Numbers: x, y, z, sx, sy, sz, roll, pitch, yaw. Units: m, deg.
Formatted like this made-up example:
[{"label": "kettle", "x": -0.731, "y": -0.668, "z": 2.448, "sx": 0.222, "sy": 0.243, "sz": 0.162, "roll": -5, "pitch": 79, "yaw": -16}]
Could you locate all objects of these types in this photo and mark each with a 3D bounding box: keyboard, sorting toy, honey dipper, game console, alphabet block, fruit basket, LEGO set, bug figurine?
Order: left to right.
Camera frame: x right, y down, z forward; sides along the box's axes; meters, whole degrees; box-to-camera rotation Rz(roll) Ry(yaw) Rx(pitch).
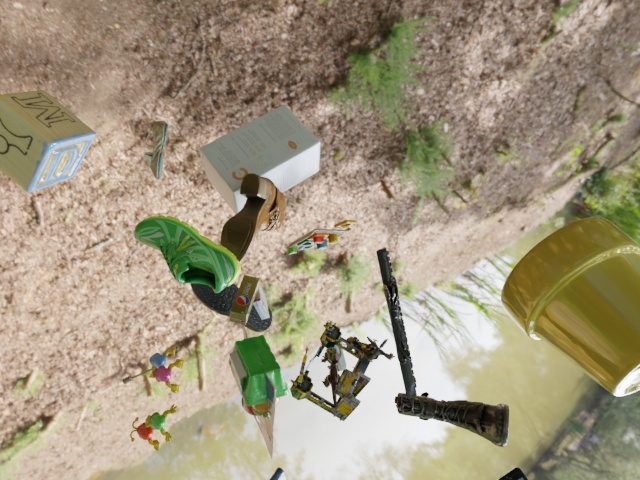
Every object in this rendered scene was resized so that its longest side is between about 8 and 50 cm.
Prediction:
[{"label": "alphabet block", "x": -0.805, "y": -0.284, "z": 1.367, "sx": 0.192, "sy": 0.197, "sz": 0.193, "roll": -48, "pitch": -176, "yaw": 23}, {"label": "honey dipper", "x": -0.765, "y": 0.569, "z": 2.052, "sx": 0.160, "sy": 0.030, "sz": 0.030, "roll": -25, "pitch": 144, "yaw": 5}, {"label": "bug figurine", "x": -0.442, "y": 0.421, "z": 1.304, "sx": 0.072, "sy": 0.216, "sz": 0.279, "roll": 15, "pitch": 69, "yaw": -28}, {"label": "fruit basket", "x": -0.233, "y": 0.533, "z": 1.707, "sx": 0.165, "sy": 0.327, "sz": 0.353, "roll": -4, "pitch": 121, "yaw": -26}, {"label": "sorting toy", "x": 0.000, "y": 0.000, "z": 1.873, "sx": 0.196, "sy": 0.047, "sz": 0.347, "roll": -4, "pitch": 164, "yaw": -37}, {"label": "LEGO set", "x": 0.066, "y": 0.398, "z": 1.550, "sx": 0.331, "sy": 0.255, "sz": 0.192, "roll": -45, "pitch": 166, "yaw": -39}, {"label": "keyboard", "x": 0.163, "y": 0.171, "z": 1.021, "sx": 0.033, "sy": 0.317, "sz": 0.201, "roll": -13, "pitch": 179, "yaw": 8}, {"label": "game console", "x": 0.612, "y": 0.798, "z": 1.485, "sx": 0.124, "sy": 0.144, "sz": 0.085, "roll": -33, "pitch": 158, "yaw": -1}]

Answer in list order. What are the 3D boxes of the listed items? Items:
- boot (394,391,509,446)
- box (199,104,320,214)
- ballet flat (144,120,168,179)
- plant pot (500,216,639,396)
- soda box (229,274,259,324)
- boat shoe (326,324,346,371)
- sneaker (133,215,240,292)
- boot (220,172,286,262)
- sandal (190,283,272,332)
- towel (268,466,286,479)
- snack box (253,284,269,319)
[{"label": "boot", "x": 0.291, "y": 0.402, "z": 1.117, "sx": 0.263, "sy": 0.229, "sz": 0.091, "roll": 102, "pitch": -1, "yaw": -74}, {"label": "box", "x": -0.201, "y": -0.274, "z": 1.652, "sx": 0.345, "sy": 0.215, "sz": 0.168, "roll": -32, "pitch": 157, "yaw": -19}, {"label": "ballet flat", "x": -0.572, "y": -0.313, "z": 1.665, "sx": 0.067, "sy": 0.073, "sz": 0.206, "roll": 9, "pitch": 106, "yaw": -14}, {"label": "plant pot", "x": 0.499, "y": 0.127, "z": 0.856, "sx": 0.254, "sy": 0.239, "sz": 0.254, "roll": -15, "pitch": 135, "yaw": -15}, {"label": "soda box", "x": -0.272, "y": 0.210, "z": 1.735, "sx": 0.181, "sy": 0.061, "sz": 0.058, "roll": -77, "pitch": 179, "yaw": -48}, {"label": "boat shoe", "x": 0.060, "y": 0.503, "z": 2.252, "sx": 0.070, "sy": 0.219, "sz": 0.078, "roll": -26, "pitch": 148, "yaw": 27}, {"label": "sneaker", "x": -0.348, "y": 0.034, "z": 1.221, "sx": 0.123, "sy": 0.295, "sz": 0.109, "roll": -60, "pitch": 174, "yaw": -46}, {"label": "boot", "x": -0.196, "y": -0.052, "z": 1.481, "sx": 0.220, "sy": 0.109, "sz": 0.283, "roll": 28, "pitch": 71, "yaw": -70}, {"label": "sandal", "x": -0.406, "y": 0.269, "z": 2.106, "sx": 0.446, "sy": 0.107, "sz": 0.167, "roll": 42, "pitch": 51, "yaw": -26}, {"label": "towel", "x": -0.137, "y": 0.692, "z": 1.331, "sx": 0.119, "sy": 0.029, "sz": 0.067, "roll": -44, "pitch": 133, "yaw": -53}, {"label": "snack box", "x": -0.238, "y": 0.231, "z": 1.878, "sx": 0.037, "sy": 0.100, "sz": 0.141, "roll": -17, "pitch": 143, "yaw": -2}]
